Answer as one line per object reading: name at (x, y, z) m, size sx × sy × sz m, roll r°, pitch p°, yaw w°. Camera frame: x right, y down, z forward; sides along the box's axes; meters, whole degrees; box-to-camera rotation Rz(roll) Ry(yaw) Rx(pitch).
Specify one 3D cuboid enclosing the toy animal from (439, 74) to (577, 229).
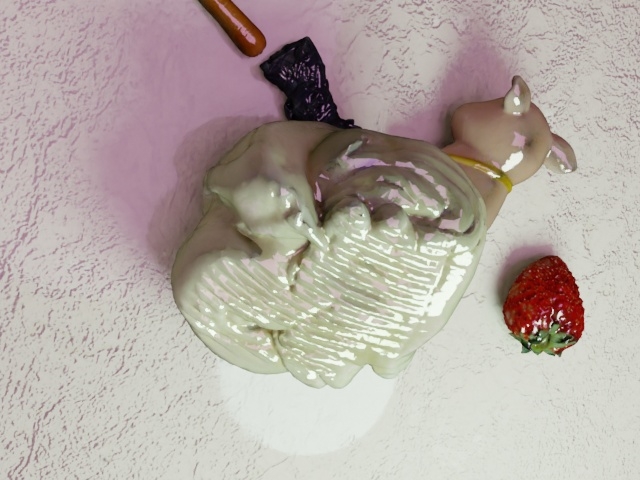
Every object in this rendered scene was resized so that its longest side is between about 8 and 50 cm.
toy animal at (0.215, -0.099, 0.999) m, size 0.248 × 0.149 × 0.165 m, roll -46°, pitch 127°, yaw 7°

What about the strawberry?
strawberry at (0.344, 0.101, 1.103) m, size 0.131 × 0.131 × 0.148 m, roll 9°, pitch 55°, yaw -21°

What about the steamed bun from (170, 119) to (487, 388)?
steamed bun at (0.000, 0.000, 0.888) m, size 0.339 × 0.247 × 0.352 m, roll 16°, pitch 124°, yaw -15°

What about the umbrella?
umbrella at (0.005, -0.158, 0.950) m, size 0.080 × 0.071 × 0.224 m, roll -27°, pitch 117°, yaw 17°

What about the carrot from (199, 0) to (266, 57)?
carrot at (-0.141, -0.305, 0.886) m, size 0.190 × 0.037 × 0.037 m, roll 44°, pitch 85°, yaw -18°
